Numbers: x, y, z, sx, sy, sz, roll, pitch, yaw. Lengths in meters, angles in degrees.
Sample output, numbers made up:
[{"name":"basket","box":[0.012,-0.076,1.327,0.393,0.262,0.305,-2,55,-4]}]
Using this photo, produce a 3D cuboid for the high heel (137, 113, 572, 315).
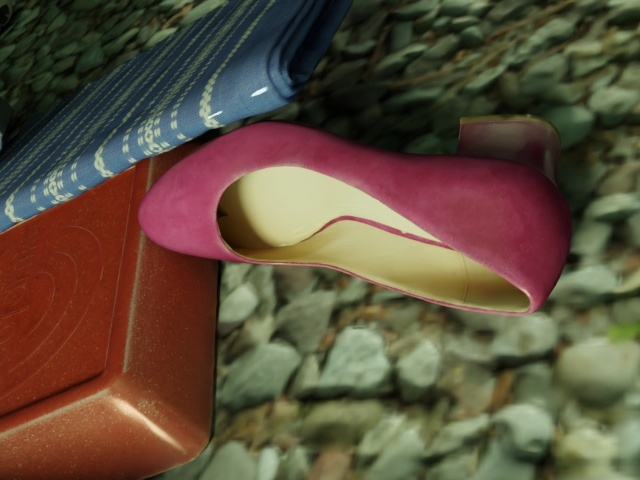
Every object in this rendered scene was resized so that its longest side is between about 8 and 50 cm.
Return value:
[{"name":"high heel","box":[0.000,0.000,0.447,0.244,0.082,0.117,-2,39,20]}]

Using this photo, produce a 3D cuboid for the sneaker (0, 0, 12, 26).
[{"name":"sneaker","box":[-0.429,-0.234,1.040,0.170,0.068,0.071,-33,23,-7]}]

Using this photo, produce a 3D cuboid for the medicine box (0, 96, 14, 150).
[{"name":"medicine box","box":[-0.398,-0.047,0.693,0.289,0.149,0.263,-43,21,-4]}]

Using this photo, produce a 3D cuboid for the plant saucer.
[{"name":"plant saucer","box":[-0.184,0.054,0.563,0.259,0.048,0.258,-24,40,18]}]

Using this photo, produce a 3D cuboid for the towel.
[{"name":"towel","box":[-0.122,-0.083,0.599,0.336,0.040,0.243,-22,25,28]}]
